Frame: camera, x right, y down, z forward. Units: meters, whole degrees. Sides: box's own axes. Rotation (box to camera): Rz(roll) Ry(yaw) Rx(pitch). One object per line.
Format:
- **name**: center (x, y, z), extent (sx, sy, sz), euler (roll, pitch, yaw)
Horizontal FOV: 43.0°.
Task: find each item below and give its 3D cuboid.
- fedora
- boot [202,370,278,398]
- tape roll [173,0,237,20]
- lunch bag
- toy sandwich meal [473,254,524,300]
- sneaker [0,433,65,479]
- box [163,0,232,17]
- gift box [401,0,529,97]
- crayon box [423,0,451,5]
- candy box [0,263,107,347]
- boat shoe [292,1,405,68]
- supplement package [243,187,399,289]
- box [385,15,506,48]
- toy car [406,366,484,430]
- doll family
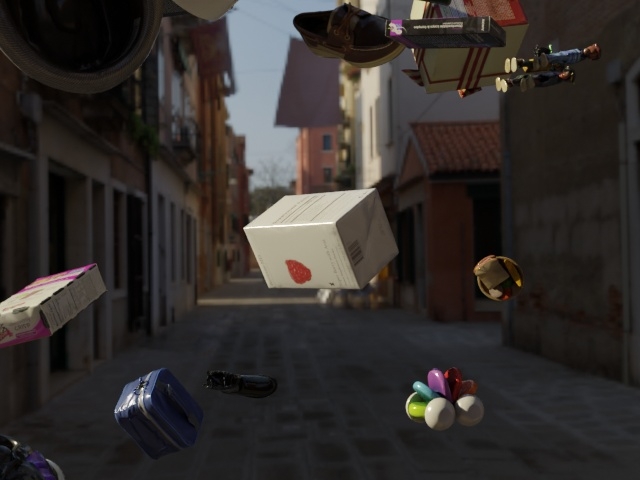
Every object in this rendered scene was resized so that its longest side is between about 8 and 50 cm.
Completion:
- **fedora**: center (-0.349, -0.337, 1.108), extent (0.244, 0.275, 0.124), euler (-31, 18, -22)
- **boot**: center (-0.147, 0.262, 1.489), extent (0.121, 0.045, 0.099), euler (0, -18, 11)
- **tape roll**: center (-0.222, -0.576, 1.571), extent (0.169, 0.246, 0.246), euler (-34, -18, 28)
- **lunch bag**: center (-0.182, 0.194, 0.930), extent (0.065, 0.098, 0.067), euler (-24, 27, 19)
- **toy sandwich meal**: center (0.300, 0.064, 1.364), extent (0.086, 0.085, 0.029), euler (-1, 11, 19)
- **sneaker**: center (-0.356, 0.324, 0.969), extent (0.102, 0.146, 0.293), euler (-43, 37, -17)
- **box**: center (-0.335, -0.716, 1.930), extent (0.395, 0.293, 0.212), euler (11, -17, 47)
- **gift box**: center (0.340, -0.533, 2.058), extent (0.276, 0.255, 0.258), euler (-5, -28, -6)
- **crayon box**: center (0.058, -0.424, 1.007), extent (0.202, 0.318, 0.081), euler (7, -42, -9)
- **candy box**: center (-0.563, 0.133, 1.652), extent (0.159, 0.071, 0.233), euler (-14, 14, 18)
- **boat shoe**: center (0.063, -0.502, 1.941), extent (0.342, 0.123, 0.123), euler (24, -8, 46)
- **supplement package**: center (0.000, 0.000, 1.912), extent (0.293, 0.177, 0.175), euler (-3, 28, 42)
- **box**: center (0.195, -0.320, 1.254), extent (0.162, 0.029, 0.116), euler (6, 5, 23)
- **toy car**: center (0.296, 0.372, 1.945), extent (0.182, 0.136, 0.159), euler (-4, 0, -18)
- **doll family**: center (0.376, -0.283, 1.329), extent (0.111, 0.076, 0.193), euler (-7, 14, -16)
